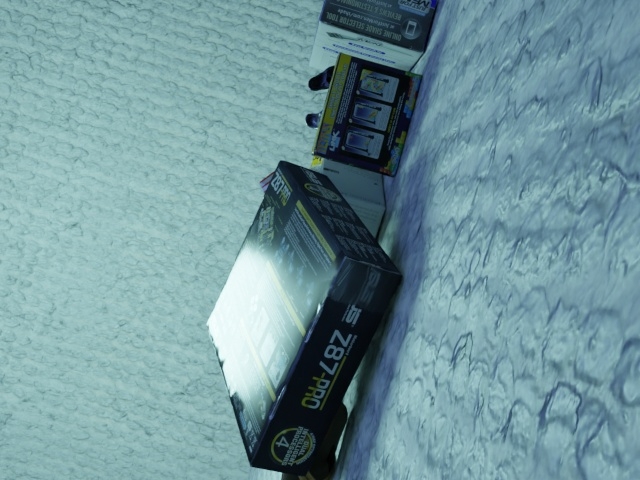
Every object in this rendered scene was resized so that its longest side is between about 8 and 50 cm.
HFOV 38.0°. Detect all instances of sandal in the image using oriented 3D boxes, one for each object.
[{"bbox_3d":[-0.004,0.308,1.298,0.049,0.072,0.180,45,118,61],"label":"sandal"}]

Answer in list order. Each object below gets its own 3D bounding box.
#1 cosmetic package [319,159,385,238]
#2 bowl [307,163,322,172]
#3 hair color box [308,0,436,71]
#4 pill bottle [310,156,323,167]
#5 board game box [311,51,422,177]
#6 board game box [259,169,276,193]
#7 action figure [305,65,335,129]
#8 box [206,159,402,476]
[{"bbox_3d":[0.046,-0.071,1.616,0.231,0.117,0.085,-89,16,-71],"label":"cosmetic package"},{"bbox_3d":[0.022,-0.081,2.059,0.080,0.170,0.170,3,-75,-56],"label":"bowl"},{"bbox_3d":[0.086,-0.377,1.705,0.339,0.185,0.110,174,112,-86],"label":"hair color box"},{"bbox_3d":[0.033,-0.165,2.241,0.117,0.117,0.208,122,163,-79],"label":"pill bottle"},{"bbox_3d":[0.074,-0.202,1.507,0.048,0.141,0.170,-139,65,-86],"label":"board game box"},{"bbox_3d":[-0.020,-0.028,1.666,0.193,0.045,0.147,34,-156,-57],"label":"board game box"},{"bbox_3d":[0.077,-0.223,1.673,0.275,0.141,0.164,8,-91,-67],"label":"action figure"},{"bbox_3d":[-0.045,0.092,1.344,0.318,0.097,0.395,-67,22,16],"label":"box"}]
